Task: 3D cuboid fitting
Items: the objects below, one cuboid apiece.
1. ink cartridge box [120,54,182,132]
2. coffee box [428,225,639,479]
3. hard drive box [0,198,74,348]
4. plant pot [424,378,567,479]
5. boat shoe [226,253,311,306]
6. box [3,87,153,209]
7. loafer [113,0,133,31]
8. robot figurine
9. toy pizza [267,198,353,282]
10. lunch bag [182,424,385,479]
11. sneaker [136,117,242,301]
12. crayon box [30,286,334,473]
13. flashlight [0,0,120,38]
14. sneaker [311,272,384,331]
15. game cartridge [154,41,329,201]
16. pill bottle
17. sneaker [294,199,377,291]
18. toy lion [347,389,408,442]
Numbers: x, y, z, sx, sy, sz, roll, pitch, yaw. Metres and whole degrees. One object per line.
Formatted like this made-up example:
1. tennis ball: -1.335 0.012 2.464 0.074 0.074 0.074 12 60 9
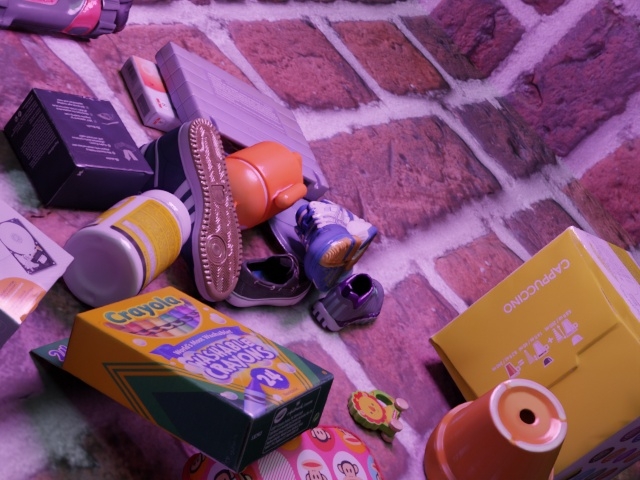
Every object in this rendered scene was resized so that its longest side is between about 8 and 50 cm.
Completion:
1. ink cartridge box: -0.259 -0.248 2.135 0.179 0.045 0.145 11 42 -45
2. coffee box: 0.466 0.224 2.123 0.334 0.337 0.338 16 39 -56
3. hard drive box: -0.443 0.015 1.446 0.232 0.089 0.181 39 26 -10
4. plant pot: 0.288 0.318 1.858 0.205 0.188 0.205 10 51 -12
5. boat shoe: -0.073 0.054 1.927 0.228 0.076 0.080 -1 51 -55
6. box: -0.360 -0.133 1.770 0.156 0.093 0.158 3 47 -53
7. loafer: -0.408 -0.506 2.269 0.109 0.095 0.302 -1 39 -16
8. robot figurine: -0.116 -0.092 2.005 0.158 0.128 0.219 48 38 9
9. toy pizza: -0.023 0.000 2.126 0.201 0.032 0.201 34 29 -22
10. lunch bag: -0.016 0.364 1.515 0.293 0.120 0.258 14 40 -46
11. sneaker: -0.216 -0.036 1.848 0.099 0.153 0.282 4 75 -56
12. crayon box: -0.172 0.154 1.494 0.323 0.083 0.203 25 19 22
13. flashlight: -0.475 -0.401 1.988 0.103 0.103 0.304 29 17 32
14. sneaker: 0.076 0.093 2.058 0.083 0.098 0.223 49 27 9
15. game cartridge: -0.145 -0.216 2.207 0.355 0.068 0.230 25 27 -47
16. pill bottle: -0.267 0.006 1.675 0.119 0.119 0.208 44 27 -2
17. sneaker: 0.000 0.000 2.012 0.131 0.112 0.296 36 12 5
18. toy lion: 0.088 0.271 1.904 0.096 0.034 0.100 34 27 -4
